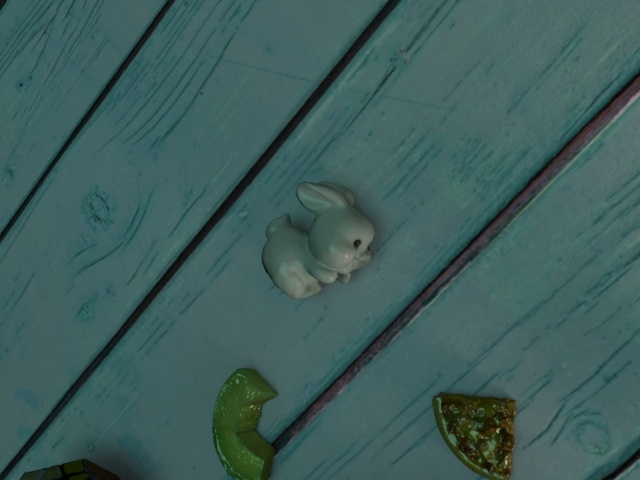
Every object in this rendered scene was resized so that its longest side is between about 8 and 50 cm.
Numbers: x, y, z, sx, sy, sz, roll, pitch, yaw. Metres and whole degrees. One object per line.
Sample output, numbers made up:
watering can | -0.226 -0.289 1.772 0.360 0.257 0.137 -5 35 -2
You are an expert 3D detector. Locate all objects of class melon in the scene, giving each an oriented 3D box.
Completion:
melon | -0.138 0.346 1.311 0.118 0.064 0.210 7 89 26

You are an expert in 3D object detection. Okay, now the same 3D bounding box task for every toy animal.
toy animal | -0.008 -0.001 1.225 0.193 0.127 0.178 -45 70 20

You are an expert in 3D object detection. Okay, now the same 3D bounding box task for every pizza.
pizza | 0.258 0.302 1.136 0.175 0.046 0.134 40 105 21

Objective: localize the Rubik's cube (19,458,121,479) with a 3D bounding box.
Rubik's cube | -0.487 0.588 1.352 0.318 0.264 0.319 -1 88 25
